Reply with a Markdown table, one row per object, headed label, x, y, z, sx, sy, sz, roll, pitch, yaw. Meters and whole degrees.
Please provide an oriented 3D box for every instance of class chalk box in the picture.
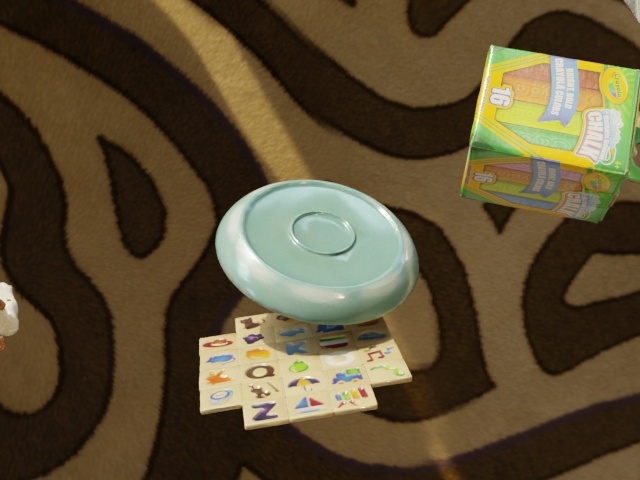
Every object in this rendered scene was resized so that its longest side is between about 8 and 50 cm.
| label | x | y | z | sx | sy | sz | roll | pitch | yaw |
| --- | --- | --- | --- | --- | --- | --- | --- | --- | --- |
| chalk box | 0.274 | -0.111 | 0.980 | 0.213 | 0.132 | 0.132 | 10 | 69 | 8 |

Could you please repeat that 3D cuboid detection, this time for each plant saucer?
| label | x | y | z | sx | sy | sz | roll | pitch | yaw |
| --- | --- | --- | --- | --- | --- | --- | --- | --- | --- |
| plant saucer | 0.000 | 0.000 | 1.357 | 0.317 | 0.317 | 0.043 | -5 | 132 | -19 |

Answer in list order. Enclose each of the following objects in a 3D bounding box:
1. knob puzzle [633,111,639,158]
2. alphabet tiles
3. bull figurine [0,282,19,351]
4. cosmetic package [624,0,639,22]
| label | x | y | z | sx | sy | sz | roll | pitch | yaw |
| --- | --- | --- | --- | --- | --- | --- | --- | --- | --- |
| knob puzzle | 0.355 | -0.164 | 1.249 | 0.213 | 0.030 | 0.213 | 10 | 49 | -11 |
| alphabet tiles | -0.032 | 0.170 | 1.277 | 0.285 | 0.342 | 0.011 | -9 | 109 | -5 |
| bull figurine | -0.532 | 0.153 | 1.133 | 0.188 | 0.101 | 0.310 | 27 | 66 | 14 |
| cosmetic package | 0.511 | -0.368 | 1.132 | 0.224 | 0.224 | 0.138 | -2 | 110 | 15 |
